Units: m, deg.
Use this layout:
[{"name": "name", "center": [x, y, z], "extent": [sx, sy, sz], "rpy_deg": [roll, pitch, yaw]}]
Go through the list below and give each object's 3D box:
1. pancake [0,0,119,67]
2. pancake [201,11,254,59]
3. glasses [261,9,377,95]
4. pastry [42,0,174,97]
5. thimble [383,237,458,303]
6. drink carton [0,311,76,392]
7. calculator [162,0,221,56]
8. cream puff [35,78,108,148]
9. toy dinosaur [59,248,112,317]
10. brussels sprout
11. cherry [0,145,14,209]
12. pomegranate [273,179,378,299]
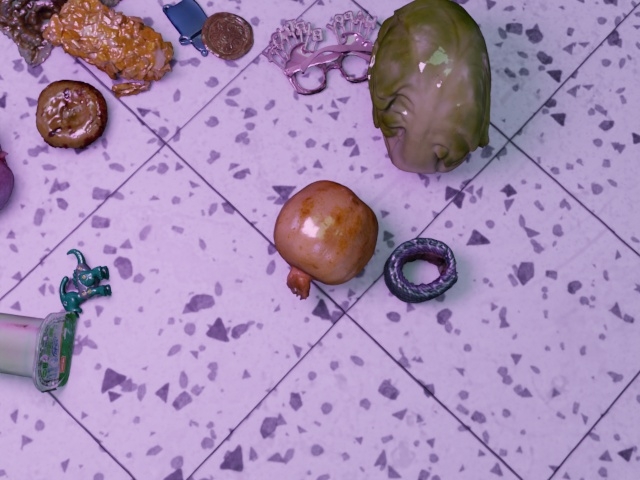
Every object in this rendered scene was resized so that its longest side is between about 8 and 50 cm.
[{"name": "pancake", "center": [-0.628, -0.558, 1.702], "extent": [0.427, 0.067, 0.304], "rpy_deg": [34, 81, 2]}, {"name": "pancake", "center": [-0.192, -0.424, 1.713], "extent": [0.115, 0.011, 0.114], "rpy_deg": [3, 78, -17]}, {"name": "glasses", "center": [0.008, -0.399, 1.689], "extent": [0.256, 0.095, 0.162], "rpy_deg": [-14, 75, -9]}, {"name": "pastry", "center": [-0.413, -0.384, 1.645], "extent": [0.250, 0.102, 0.154], "rpy_deg": [30, 81, -11]}, {"name": "thimble", "center": [0.192, 0.058, 1.604], "extent": [0.135, 0.090, 0.118], "rpy_deg": [-14, 80, -6]}, {"name": "drink carton", "center": [-0.549, 0.194, 1.515], "extent": [0.143, 0.144, 0.146], "rpy_deg": [8, 87, 7]}, {"name": "calculator", "center": [-0.264, -0.449, 1.721], "extent": [0.094, 0.019, 0.141], "rpy_deg": [-36, 84, -9]}, {"name": "cream puff", "center": [-0.491, -0.245, 1.635], "extent": [0.149, 0.084, 0.148], "rpy_deg": [0, 80, 1]}, {"name": "toy dinosaur", "center": [-0.458, 0.079, 1.587], "extent": [0.096, 0.059, 0.132], "rpy_deg": [-13, 88, 0]}, {"name": "brussels sprout", "center": [0.207, -0.301, 1.576], "extent": [0.247, 0.328, 0.327], "rpy_deg": [6, 78, 9]}, {"name": "cherry", "center": [-0.687, -0.134, 1.554], "extent": [0.266, 0.183, 0.213], "rpy_deg": [-28, 72, 8]}, {"name": "pomegranate", "center": [0.008, -0.015, 1.556], "extent": [0.207, 0.207, 0.207], "rpy_deg": [1, 78, -3]}]
